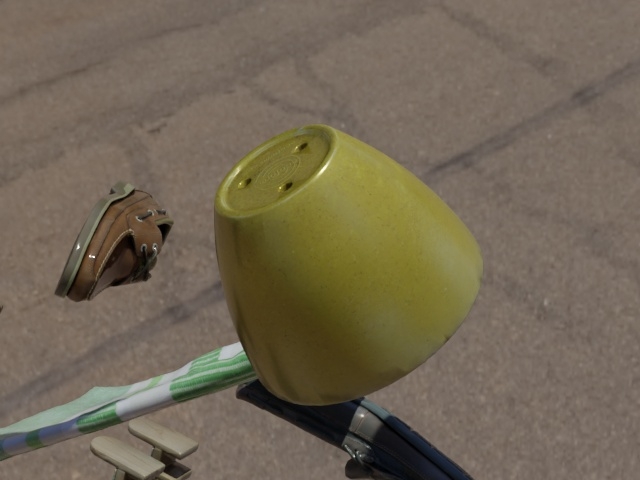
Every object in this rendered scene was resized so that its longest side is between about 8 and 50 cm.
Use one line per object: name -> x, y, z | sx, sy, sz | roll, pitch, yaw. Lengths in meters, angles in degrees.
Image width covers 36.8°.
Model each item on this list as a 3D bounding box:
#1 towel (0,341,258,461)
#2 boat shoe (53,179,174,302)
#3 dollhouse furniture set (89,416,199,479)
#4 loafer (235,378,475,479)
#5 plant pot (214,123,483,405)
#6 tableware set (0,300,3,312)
towel -> -0.116, 0.117, 0.841 | 0.325, 0.038, 0.248 | -20, -3, 15
boat shoe -> -0.256, 0.003, 1.258 | 0.104, 0.110, 0.307 | 29, 22, -9
dollhouse furniture set -> -0.294, 0.338, 1.157 | 0.161, 0.212, 0.242 | 21, 16, 21
loafer -> 0.033, 0.195, 0.950 | 0.267, 0.096, 0.084 | 35, 83, 22
plant pot -> 0.000, 0.000, 0.479 | 0.134, 0.095, 0.134 | -25, 31, 16
tableware set -> -0.267, 0.042, 0.487 | 0.194, 0.128, 0.039 | -40, 23, 17
